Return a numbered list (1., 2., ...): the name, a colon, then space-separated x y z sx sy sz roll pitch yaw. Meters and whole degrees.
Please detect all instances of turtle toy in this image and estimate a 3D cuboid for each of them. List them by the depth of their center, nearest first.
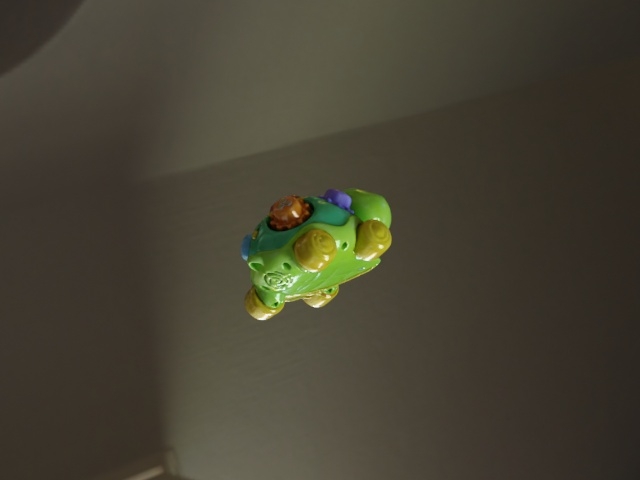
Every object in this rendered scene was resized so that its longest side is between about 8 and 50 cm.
1. turtle toy: 0.000 0.000 0.806 0.095 0.130 0.066 -44 -114 45
